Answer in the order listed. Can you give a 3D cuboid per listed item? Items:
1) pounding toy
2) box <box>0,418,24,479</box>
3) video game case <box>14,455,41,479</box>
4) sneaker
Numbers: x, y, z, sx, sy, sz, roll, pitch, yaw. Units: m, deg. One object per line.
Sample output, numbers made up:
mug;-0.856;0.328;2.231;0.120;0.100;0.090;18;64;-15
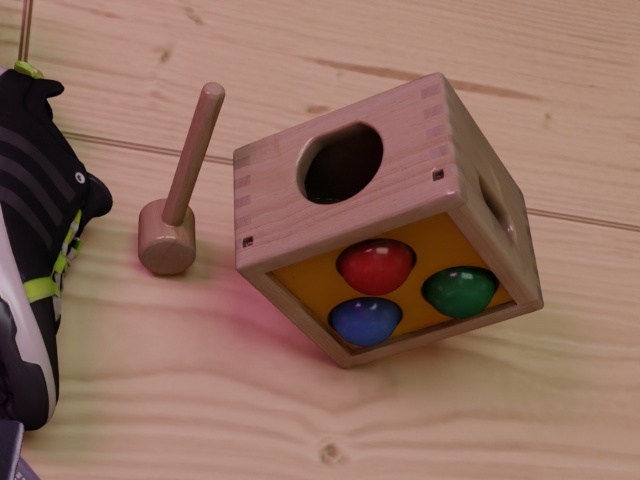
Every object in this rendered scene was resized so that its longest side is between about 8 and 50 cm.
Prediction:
pounding toy;-0.009;-0.003;0.671;0.181;0.206;0.094;47;31;-48
box;-0.207;0.125;0.462;0.158;0.156;0.093;15;51;-13
video game case;-0.266;0.100;0.572;0.274;0.026;0.196;45;52;13
sneaker;-0.153;-0.013;0.664;0.097;0.084;0.234;-4;58;-28
